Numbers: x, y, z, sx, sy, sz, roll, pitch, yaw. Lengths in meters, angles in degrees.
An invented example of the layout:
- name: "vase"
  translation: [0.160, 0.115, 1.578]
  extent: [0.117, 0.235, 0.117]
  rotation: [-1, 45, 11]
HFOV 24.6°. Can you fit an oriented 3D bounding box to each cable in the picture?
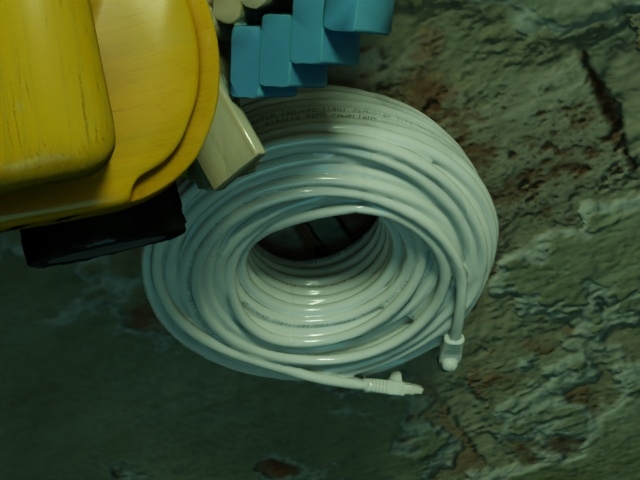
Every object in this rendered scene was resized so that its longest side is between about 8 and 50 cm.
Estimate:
- name: "cable"
  translation: [0.000, 0.000, 1.057]
  extent: [0.257, 0.089, 0.257]
  rotation: [7, 134, -13]

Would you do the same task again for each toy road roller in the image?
- name: "toy road roller"
  translation: [-0.216, -0.079, 0.749]
  extent: [0.329, 0.202, 0.240]
  rotation: [-11, 178, -11]

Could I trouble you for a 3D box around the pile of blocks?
- name: "pile of blocks"
  translation: [-0.031, -0.121, 0.888]
  extent: [0.362, 0.149, 0.112]
  rotation: [-34, 167, 31]
